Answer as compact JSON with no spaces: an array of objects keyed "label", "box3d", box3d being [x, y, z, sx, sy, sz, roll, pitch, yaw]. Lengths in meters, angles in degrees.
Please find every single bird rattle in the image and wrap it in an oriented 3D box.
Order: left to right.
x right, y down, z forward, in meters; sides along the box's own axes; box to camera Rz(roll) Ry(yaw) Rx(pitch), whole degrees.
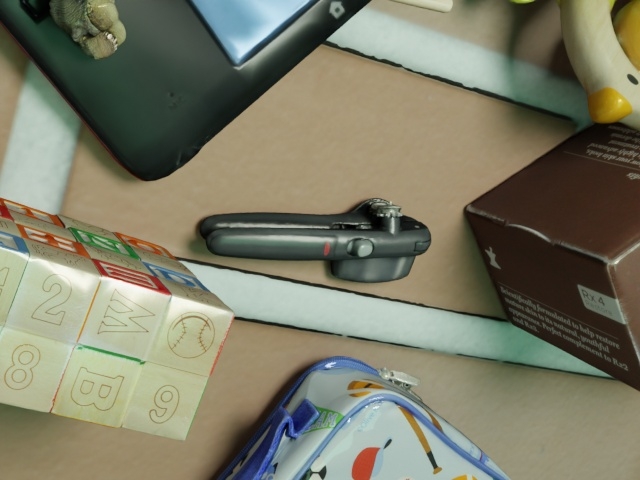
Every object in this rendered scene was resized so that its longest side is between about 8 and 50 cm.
[{"label":"bird rattle","box3d":[0.260,-0.180,0.790,0.253,0.143,0.207,-1,77,-33]}]

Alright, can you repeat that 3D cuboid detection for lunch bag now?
[{"label":"lunch bag","box3d":[0.008,0.248,0.811,0.243,0.115,0.303,39,86,-26]}]

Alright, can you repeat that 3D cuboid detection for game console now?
[{"label":"game console","box3d":[-0.073,-0.278,0.660,0.386,0.060,0.342,-42,116,-9]}]

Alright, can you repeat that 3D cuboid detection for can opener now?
[{"label":"can opener","box3d":[0.000,0.000,0.768,0.186,0.059,0.073,3,103,-26]}]

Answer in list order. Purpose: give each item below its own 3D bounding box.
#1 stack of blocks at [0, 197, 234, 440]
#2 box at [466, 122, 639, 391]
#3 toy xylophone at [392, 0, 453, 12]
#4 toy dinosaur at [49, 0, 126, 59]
[{"label":"stack of blocks","box3d":[-0.223,0.020,0.607,0.297,0.171,0.087,19,95,-27]},{"label":"box","box3d":[0.338,-0.051,0.837,0.381,0.191,0.143,-30,114,-14]},{"label":"toy xylophone","box3d":[0.023,-0.266,0.598,0.322,0.081,0.236,-5,84,-34]},{"label":"toy dinosaur","box3d":[-0.131,-0.243,0.584,0.118,0.064,0.268,-19,111,-13]}]
